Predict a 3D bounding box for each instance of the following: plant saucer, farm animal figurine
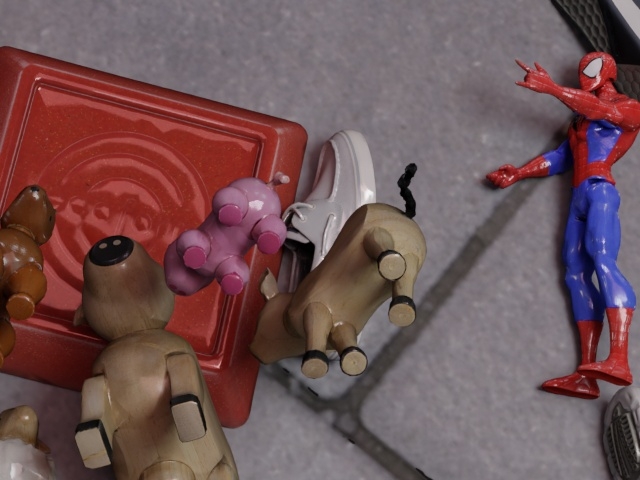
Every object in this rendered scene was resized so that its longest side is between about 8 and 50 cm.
[{"bbox_3d":[-0.151,-0.012,1.518,0.259,0.048,0.259,15,68,-8],"label":"plant saucer"},{"bbox_3d":[-0.098,0.083,1.391,0.330,0.172,0.326,2,113,-4],"label":"farm animal figurine"}]

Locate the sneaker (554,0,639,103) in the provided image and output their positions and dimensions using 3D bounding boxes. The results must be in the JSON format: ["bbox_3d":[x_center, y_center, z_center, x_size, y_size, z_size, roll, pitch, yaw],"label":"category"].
[{"bbox_3d":[0.281,-0.230,1.669,0.163,0.086,0.226,-25,77,-21],"label":"sneaker"}]

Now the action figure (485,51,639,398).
[{"bbox_3d":[0.184,-0.029,1.571,0.139,0.091,0.280,15,68,-20],"label":"action figure"}]

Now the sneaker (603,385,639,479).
[{"bbox_3d":[0.296,0.218,1.519,0.115,0.090,0.232,-4,73,-17],"label":"sneaker"}]

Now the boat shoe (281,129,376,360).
[{"bbox_3d":[0.000,0.000,1.539,0.063,0.066,0.184,10,79,-21],"label":"boat shoe"}]
